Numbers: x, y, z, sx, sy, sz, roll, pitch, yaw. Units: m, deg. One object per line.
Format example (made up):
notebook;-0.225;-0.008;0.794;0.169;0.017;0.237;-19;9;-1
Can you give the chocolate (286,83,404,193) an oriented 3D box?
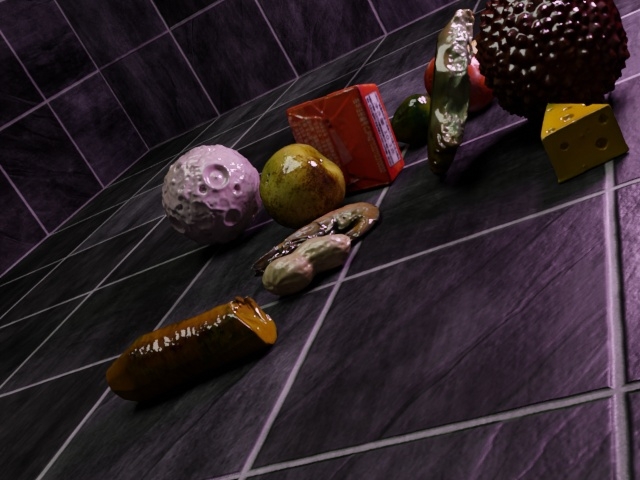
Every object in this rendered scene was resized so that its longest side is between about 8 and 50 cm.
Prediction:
chocolate;0.064;-0.234;1.920;0.235;0.237;0.108;-12;12;43

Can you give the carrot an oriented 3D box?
carrot;-0.232;0.192;1.436;0.302;0.114;0.114;-25;19;13

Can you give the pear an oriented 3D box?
pear;-0.048;-0.111;1.828;0.197;0.197;0.197;-27;18;10

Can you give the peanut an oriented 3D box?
peanut;-0.024;0.044;1.563;0.187;0.082;0.082;-32;18;-10

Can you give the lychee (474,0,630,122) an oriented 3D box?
lychee;0.449;-0.385;1.619;0.306;0.306;0.330;-8;35;49

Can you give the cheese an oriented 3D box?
cheese;0.441;-0.189;1.440;0.126;0.093;0.171;-27;17;10

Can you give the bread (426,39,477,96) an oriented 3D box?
bread;0.381;-0.469;2.244;0.188;0.068;0.125;-43;-5;-32

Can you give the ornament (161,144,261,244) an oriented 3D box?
ornament;-0.276;-0.119;2.075;0.259;0.259;0.225;-38;-7;-24

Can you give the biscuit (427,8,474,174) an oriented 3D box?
biscuit;0.262;-0.287;1.677;0.078;0.329;0.335;7;33;4

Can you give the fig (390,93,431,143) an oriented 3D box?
fig;0.220;-0.281;2.015;0.177;0.117;0.117;-38;11;35

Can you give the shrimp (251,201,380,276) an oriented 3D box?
shrimp;0.000;0.000;1.682;0.296;0.058;0.169;-33;20;-22

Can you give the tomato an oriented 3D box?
tomato;0.349;-0.391;2.002;0.151;0.187;0.187;-70;21;3
